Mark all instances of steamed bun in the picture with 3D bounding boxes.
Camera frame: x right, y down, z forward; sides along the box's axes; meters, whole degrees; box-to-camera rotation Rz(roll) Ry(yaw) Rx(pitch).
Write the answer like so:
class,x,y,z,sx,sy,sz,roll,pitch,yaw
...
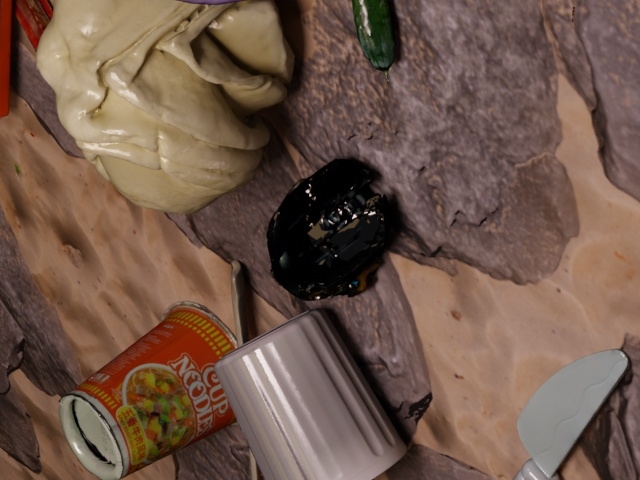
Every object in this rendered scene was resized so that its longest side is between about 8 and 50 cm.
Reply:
class,x,y,z,sx,sy,sz,roll,pitch,yaw
steamed bun,-0.143,-0.167,1.371,0.203,0.276,0.289,11,98,30

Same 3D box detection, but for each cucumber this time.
class,x,y,z,sx,sy,sz,roll,pitch,yaw
cucumber,0.049,-0.234,1.280,0.039,0.039,0.168,12,119,43

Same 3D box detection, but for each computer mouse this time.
class,x,y,z,sx,sy,sz,roll,pitch,yaw
computer mouse,0.000,0.000,1.455,0.146,0.077,0.242,51,141,7

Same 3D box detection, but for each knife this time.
class,x,y,z,sx,sy,sz,roll,pitch,yaw
knife,0.234,0.217,1.377,0.080,0.044,0.331,43,134,30

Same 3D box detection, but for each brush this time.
class,x,y,z,sx,sy,sz,roll,pitch,yaw
brush,-0.081,0.181,1.679,0.060,0.050,0.321,-95,0,-68

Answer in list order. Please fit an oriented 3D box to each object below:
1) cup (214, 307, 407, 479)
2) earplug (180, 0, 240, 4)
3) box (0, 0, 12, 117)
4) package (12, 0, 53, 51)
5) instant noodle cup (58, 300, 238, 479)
class,x,y,z,sx,sy,sz,roll,pitch,yaw
cup,-0.031,0.206,1.555,0.221,0.167,0.202,-29,89,50
earplug,-0.121,-0.441,1.102,0.215,0.215,0.456,21,143,38
box,-0.590,-0.343,1.713,0.318,0.256,0.349,43,139,26
package,-0.391,-0.329,1.711,0.083,0.022,0.200,-24,95,51
instant noodle cup,-0.224,0.208,1.726,0.193,0.212,0.193,27,132,35
